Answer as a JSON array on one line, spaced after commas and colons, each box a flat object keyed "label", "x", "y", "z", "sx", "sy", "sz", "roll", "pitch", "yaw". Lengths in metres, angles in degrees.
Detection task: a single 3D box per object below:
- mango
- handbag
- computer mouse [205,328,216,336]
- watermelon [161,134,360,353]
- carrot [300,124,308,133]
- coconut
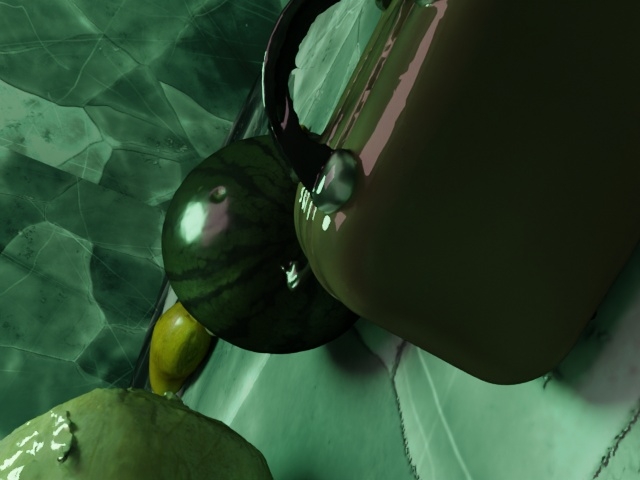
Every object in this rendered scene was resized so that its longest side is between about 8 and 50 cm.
[{"label": "mango", "x": -0.376, "y": 0.278, "z": 1.599, "sx": 0.359, "sy": 0.144, "sz": 0.186, "roll": 124, "pitch": 154, "yaw": -46}, {"label": "handbag", "x": 0.095, "y": -0.079, "z": 0.413, "sx": 0.301, "sy": 0.283, "sz": 0.149, "roll": -63, "pitch": 20, "yaw": 12}, {"label": "computer mouse", "x": -0.232, "y": 0.117, "z": 1.477, "sx": 0.145, "sy": 0.082, "sz": 0.236, "roll": -46, "pitch": 28, "yaw": 51}, {"label": "watermelon", "x": -0.057, "y": 0.005, "z": 0.774, "sx": 0.278, "sy": 0.279, "sz": 0.359, "roll": -70, "pitch": 16, "yaw": -9}, {"label": "carrot", "x": -0.061, "y": -0.204, "z": 1.443, "sx": 0.042, "sy": 0.042, "sz": 0.170, "roll": -38, "pitch": 30, "yaw": 58}, {"label": "coconut", "x": -0.228, "y": 0.349, "z": 0.688, "sx": 0.404, "sy": 0.405, "sz": 0.404, "roll": -55, "pitch": 21, "yaw": 34}]
